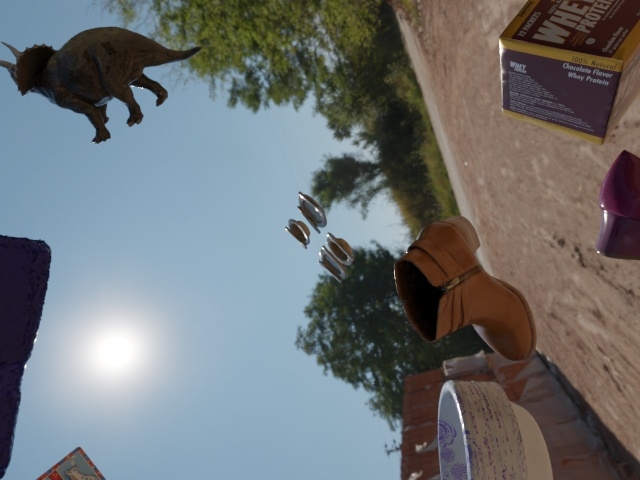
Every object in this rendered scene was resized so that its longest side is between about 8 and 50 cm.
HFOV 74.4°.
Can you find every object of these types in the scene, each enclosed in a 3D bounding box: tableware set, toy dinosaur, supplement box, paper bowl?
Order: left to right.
[{"bbox_3d":[-0.346,-0.262,0.668,0.120,0.314,0.160,-103,-7,-46],"label":"toy dinosaur"},{"bbox_3d":[0.000,0.000,0.693,0.141,0.020,0.168,48,158,9],"label":"tableware set"},{"bbox_3d":[0.311,0.405,0.769,0.284,0.148,0.283,0,-90,-86],"label":"paper bowl"},{"bbox_3d":[0.429,-0.298,0.718,0.191,0.129,0.194,34,172,35],"label":"supplement box"}]

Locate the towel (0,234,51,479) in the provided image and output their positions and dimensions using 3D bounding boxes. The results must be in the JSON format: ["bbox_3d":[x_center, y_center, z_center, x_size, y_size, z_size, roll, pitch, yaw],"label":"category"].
[{"bbox_3d":[-0.444,0.133,0.458,0.228,0.077,0.307,18,-98,-59],"label":"towel"}]

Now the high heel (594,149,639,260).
[{"bbox_3d":[0.658,-0.060,0.681,0.127,0.378,0.181,-88,-5,-66],"label":"high heel"}]

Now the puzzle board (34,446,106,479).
[{"bbox_3d":[-0.226,0.272,0.380,0.128,0.011,0.096,46,-131,8],"label":"puzzle board"}]

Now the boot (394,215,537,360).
[{"bbox_3d":[0.229,0.104,0.657,0.220,0.109,0.283,-29,-84,-50],"label":"boot"}]
